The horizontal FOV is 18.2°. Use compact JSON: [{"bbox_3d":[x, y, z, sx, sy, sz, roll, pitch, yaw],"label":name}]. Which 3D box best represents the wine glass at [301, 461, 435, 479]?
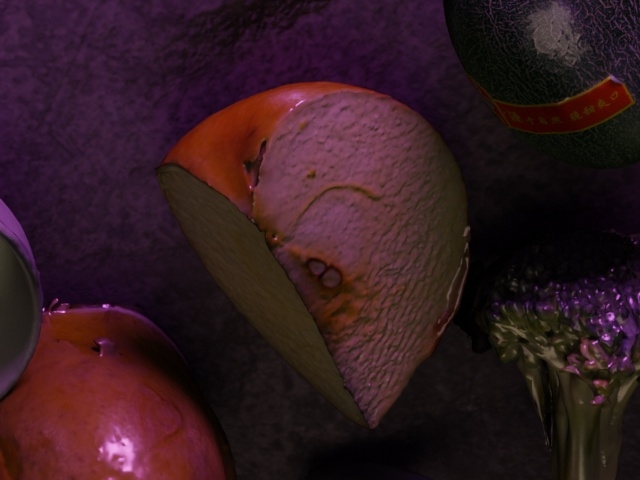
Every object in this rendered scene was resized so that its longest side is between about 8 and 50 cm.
[{"bbox_3d":[0.172,0.269,2.070,0.309,0.096,0.264,-3,179,31],"label":"wine glass"}]

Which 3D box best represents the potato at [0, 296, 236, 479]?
[{"bbox_3d":[-0.213,0.274,1.881,0.290,0.296,0.397,-7,129,-20],"label":"potato"}]

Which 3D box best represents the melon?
[{"bbox_3d":[0.199,-0.176,1.634,0.182,0.182,0.287,-25,129,16],"label":"melon"}]

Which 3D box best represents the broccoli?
[{"bbox_3d":[0.245,0.108,1.855,0.247,0.263,0.243,7,104,15],"label":"broccoli"}]

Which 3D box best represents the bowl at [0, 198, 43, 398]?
[{"bbox_3d":[-0.402,0.022,1.755,0.307,0.163,0.307,-7,130,-9],"label":"bowl"}]

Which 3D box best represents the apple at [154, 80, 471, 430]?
[{"bbox_3d":[0.000,0.000,1.773,0.254,0.179,0.346,-12,132,21],"label":"apple"}]
